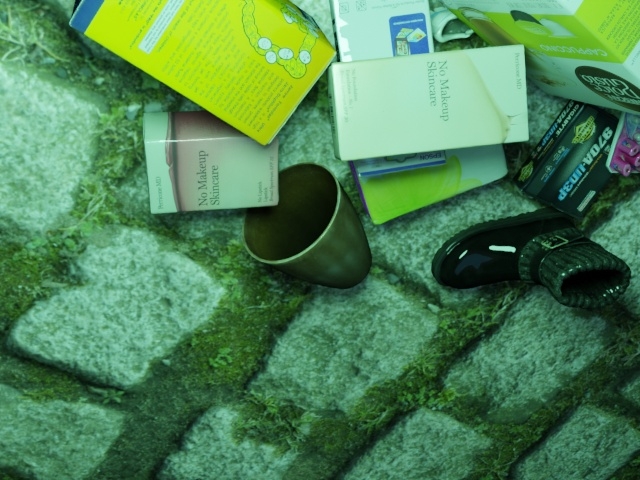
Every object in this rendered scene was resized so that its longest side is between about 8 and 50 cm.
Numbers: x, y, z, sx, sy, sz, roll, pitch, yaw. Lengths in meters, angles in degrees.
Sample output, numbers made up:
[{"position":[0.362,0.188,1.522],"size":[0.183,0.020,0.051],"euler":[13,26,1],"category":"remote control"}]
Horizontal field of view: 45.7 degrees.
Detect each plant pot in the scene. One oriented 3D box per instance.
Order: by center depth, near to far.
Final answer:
[{"position":[0.000,0.000,1.482],"size":[0.215,0.215,0.230],"euler":[-36,137,10],"category":"plant pot"}]

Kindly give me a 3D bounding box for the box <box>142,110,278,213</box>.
[{"position":[-0.197,-0.145,1.369],"size":[0.232,0.127,0.149],"euler":[-5,123,-11],"category":"box"}]

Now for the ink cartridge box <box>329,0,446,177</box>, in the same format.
[{"position":[0.116,-0.285,1.317],"size":[0.165,0.065,0.333],"euler":[-8,99,-5],"category":"ink cartridge box"}]

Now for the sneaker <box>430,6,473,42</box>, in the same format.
[{"position":[0.278,-0.398,1.351],"size":[0.190,0.083,0.071],"euler":[-27,123,2],"category":"sneaker"}]

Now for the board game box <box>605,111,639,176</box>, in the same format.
[{"position":[0.797,-0.310,1.518],"size":[0.389,0.050,0.390],"euler":[-2,118,-19],"category":"board game box"}]

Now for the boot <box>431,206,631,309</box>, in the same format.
[{"position":[0.426,0.060,1.572],"size":[0.347,0.260,0.131],"euler":[-21,125,0],"category":"boot"}]

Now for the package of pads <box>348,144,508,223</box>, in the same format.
[{"position":[0.199,-0.178,1.461],"size":[0.296,0.101,0.229],"euler":[-21,124,1],"category":"package of pads"}]

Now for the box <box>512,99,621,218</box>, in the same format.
[{"position":[0.532,-0.170,1.577],"size":[0.175,0.051,0.220],"euler":[22,114,-25],"category":"box"}]

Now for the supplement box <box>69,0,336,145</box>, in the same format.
[{"position":[-0.184,-0.347,1.202],"size":[0.356,0.194,0.195],"euler":[29,111,-28],"category":"supplement box"}]

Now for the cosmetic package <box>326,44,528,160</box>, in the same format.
[{"position":[0.171,-0.225,1.245],"size":[0.309,0.113,0.160],"euler":[-8,100,-3],"category":"cosmetic package"}]

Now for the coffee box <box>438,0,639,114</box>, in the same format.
[{"position":[0.451,-0.426,1.179],"size":[0.334,0.337,0.338],"euler":[31,95,-28],"category":"coffee box"}]
